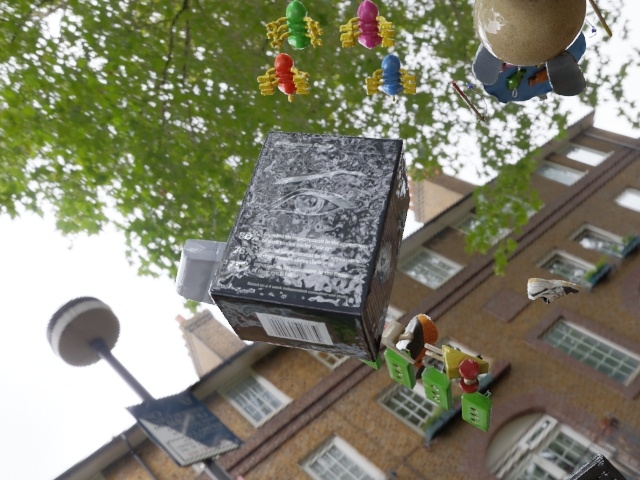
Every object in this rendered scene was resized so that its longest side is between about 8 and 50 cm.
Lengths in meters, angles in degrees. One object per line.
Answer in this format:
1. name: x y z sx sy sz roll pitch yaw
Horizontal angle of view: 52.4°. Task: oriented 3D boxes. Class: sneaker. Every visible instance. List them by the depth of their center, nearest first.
1. sneaker: 0.350 0.078 0.980 0.083 0.032 0.037 5 -88 -8
2. sneaker: 0.222 0.260 1.678 0.099 0.121 0.263 -14 -40 -19

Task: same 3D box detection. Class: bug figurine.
1. bug figurine: 0.028 -0.319 1.118 0.216 0.278 0.072 81 -166 -59

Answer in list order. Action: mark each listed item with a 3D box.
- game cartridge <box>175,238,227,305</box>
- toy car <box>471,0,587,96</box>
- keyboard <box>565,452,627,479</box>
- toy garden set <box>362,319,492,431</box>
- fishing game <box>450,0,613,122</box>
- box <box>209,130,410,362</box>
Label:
1. game cartridge: -0.136 0.084 1.299 0.196 0.294 0.060 117 164 -52
2. toy car: 0.175 -0.203 0.526 0.149 0.155 0.188 -52 -34 -30
3. keyboard: 0.340 0.304 0.669 0.108 0.180 0.023 -47 -16 16
4. toy garden set: 0.156 0.181 0.995 0.049 0.244 0.204 -53 -28 -20
5. fishing game: 0.367 -0.297 1.115 0.264 0.041 0.189 -30 -36 23
6. box: 0.000 0.000 0.666 0.108 0.153 0.207 71 -149 -55
